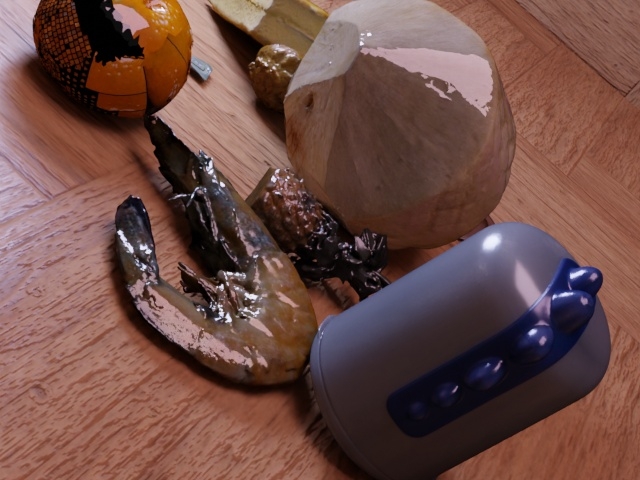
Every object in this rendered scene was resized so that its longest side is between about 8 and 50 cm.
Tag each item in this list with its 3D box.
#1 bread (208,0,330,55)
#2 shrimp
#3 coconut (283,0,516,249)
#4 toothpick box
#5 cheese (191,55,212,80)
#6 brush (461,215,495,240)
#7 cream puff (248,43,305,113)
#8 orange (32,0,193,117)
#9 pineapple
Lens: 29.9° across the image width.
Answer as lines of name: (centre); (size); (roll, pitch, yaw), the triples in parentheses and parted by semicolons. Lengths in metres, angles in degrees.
bread: (-0.059, -0.391, 2.157); (0.239, 0.111, 0.246); (26, 11, -36)
shrimp: (-0.165, 0.003, 1.526); (0.272, 0.085, 0.445); (3, 49, -43)
coconut: (0.110, -0.187, 1.858); (0.415, 0.344, 0.415); (44, 0, 0)
toothpick box: (0.183, 0.129, 1.420); (0.263, 0.354, 0.263); (38, 34, -31)
cheese: (-0.230, -0.307, 1.953); (0.120, 0.026, 0.067); (35, 28, -11)
brush: (0.291, -0.026, 2.156); (0.313, 0.072, 0.067); (25, 17, -30)
cream puff: (-0.055, -0.264, 2.017); (0.126, 0.103, 0.144); (20, -4, 32)
orange: (-0.287, -0.280, 1.687); (0.234, 0.182, 0.234); (40, 30, -28)
pineapple: (0.000, 0.000, 1.685); (0.237, 0.119, 0.111); (37, 40, -8)
